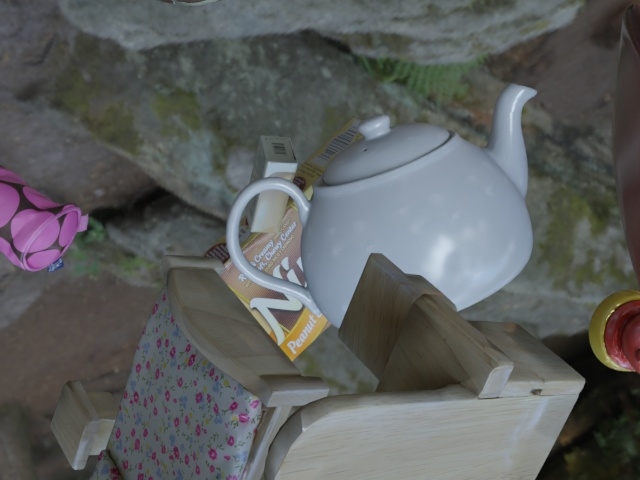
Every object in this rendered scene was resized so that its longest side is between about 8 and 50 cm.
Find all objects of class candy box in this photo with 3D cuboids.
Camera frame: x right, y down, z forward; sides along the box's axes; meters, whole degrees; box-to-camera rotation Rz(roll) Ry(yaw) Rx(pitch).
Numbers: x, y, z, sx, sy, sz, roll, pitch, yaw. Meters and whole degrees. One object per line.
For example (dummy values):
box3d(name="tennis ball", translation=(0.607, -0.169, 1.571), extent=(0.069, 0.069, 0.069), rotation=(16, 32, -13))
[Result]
box3d(name="candy box", translation=(0.000, 0.000, 1.431), extent=(0.316, 0.183, 0.087), rotation=(-42, -154, -6))

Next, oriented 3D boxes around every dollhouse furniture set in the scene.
box3d(name="dollhouse furniture set", translation=(-0.095, 0.092, 0.534), extent=(0.173, 0.355, 0.303), rotation=(5, 116, -39))

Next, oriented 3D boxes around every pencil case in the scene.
box3d(name="pencil case", translation=(-0.348, -0.054, 1.063), extent=(0.098, 0.209, 0.095), rotation=(-42, 163, -46))

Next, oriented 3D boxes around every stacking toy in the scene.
box3d(name="stacking toy", translation=(0.581, 0.138, 1.447), extent=(0.309, 0.279, 0.130), rotation=(-40, -170, -5))

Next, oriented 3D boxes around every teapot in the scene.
box3d(name="teapot", translation=(0.076, -0.033, 1.020), extent=(0.252, 0.187, 0.256), rotation=(-10, -162, 43))

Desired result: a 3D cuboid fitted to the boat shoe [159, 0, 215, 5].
box3d(name="boat shoe", translation=(-0.148, -0.308, 1.130), extent=(0.257, 0.095, 0.095), rotation=(15, -169, 41))

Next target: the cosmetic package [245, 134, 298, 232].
box3d(name="cosmetic package", translation=(-0.065, -0.071, 1.299), extent=(0.041, 0.060, 0.115), rotation=(2, 131, -18))

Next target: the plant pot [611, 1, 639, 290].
box3d(name="plant pot", translation=(0.426, -0.118, 1.015), extent=(0.267, 0.236, 0.267), rotation=(-10, 133, -1))
